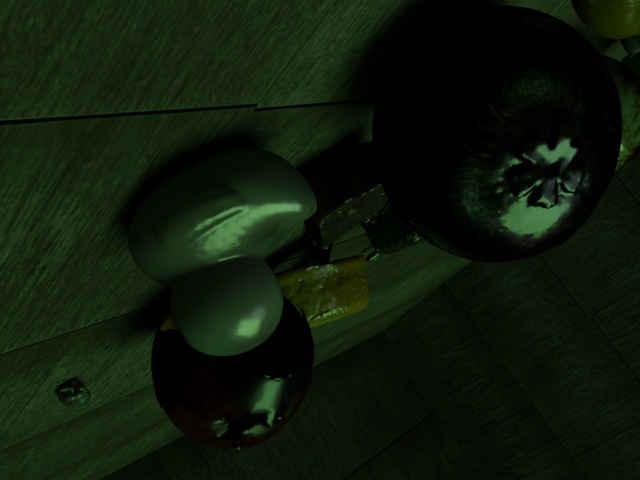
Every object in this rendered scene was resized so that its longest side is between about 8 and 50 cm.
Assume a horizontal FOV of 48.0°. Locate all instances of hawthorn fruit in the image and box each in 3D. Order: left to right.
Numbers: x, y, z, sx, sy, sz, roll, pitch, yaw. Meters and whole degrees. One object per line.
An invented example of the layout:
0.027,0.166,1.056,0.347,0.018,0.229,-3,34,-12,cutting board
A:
-0.144,0.194,1.223,0.316,0.316,0.316,-32,166,-9,hawthorn fruit

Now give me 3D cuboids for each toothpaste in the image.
0.000,0.000,1.384,0.071,0.045,0.193,-39,164,-20,toothpaste

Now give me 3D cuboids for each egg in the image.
0.472,-0.220,1.313,0.238,0.238,0.289,-40,175,23,egg

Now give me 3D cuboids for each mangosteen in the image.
0.209,-0.132,0.901,0.330,0.330,0.330,-32,166,-9,mangosteen

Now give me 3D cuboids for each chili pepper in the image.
-0.449,0.286,1.319,0.050,0.041,0.153,12,156,-6,chili pepper

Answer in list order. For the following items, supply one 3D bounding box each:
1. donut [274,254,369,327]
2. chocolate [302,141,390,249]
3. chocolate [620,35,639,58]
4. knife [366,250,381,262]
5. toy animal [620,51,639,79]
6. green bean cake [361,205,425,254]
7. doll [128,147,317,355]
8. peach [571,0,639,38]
-0.033,0.126,1.459,0.303,0.110,0.303,-18,170,-3,donut
0.036,-0.072,1.108,0.148,0.093,0.214,-33,167,-10,chocolate
0.599,-0.433,1.205,0.161,0.083,0.261,-45,178,-43,chocolate
0.254,-0.050,1.822,0.343,0.027,0.061,-37,162,-1,knife
0.719,-0.350,1.305,0.194,0.258,0.357,-18,151,-43,toy animal
0.201,-0.041,1.501,0.173,0.094,0.181,-18,174,-31,green bean cake
-0.106,0.020,0.855,0.251,0.221,0.221,-37,166,10,doll
0.427,-0.366,0.903,0.251,0.153,0.251,-39,165,-12,peach
